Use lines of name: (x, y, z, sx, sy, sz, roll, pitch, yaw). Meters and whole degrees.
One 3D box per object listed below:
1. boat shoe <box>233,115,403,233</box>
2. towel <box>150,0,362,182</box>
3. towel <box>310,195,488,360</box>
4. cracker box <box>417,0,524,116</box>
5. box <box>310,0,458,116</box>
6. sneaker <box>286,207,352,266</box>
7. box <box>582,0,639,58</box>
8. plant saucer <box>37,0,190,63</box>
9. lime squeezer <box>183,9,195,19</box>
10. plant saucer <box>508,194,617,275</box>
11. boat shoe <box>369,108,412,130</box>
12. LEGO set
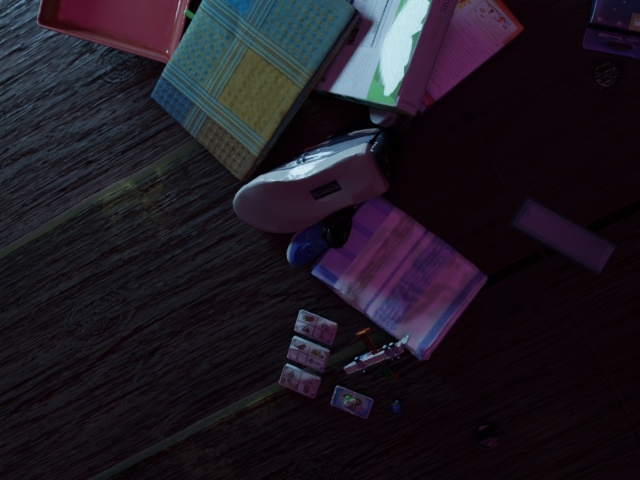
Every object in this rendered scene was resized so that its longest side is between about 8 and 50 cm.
boat shoe: (0.002, -0.123, 1.240, 0.340, 0.158, 0.127, -13, 121, 32)
towel: (-0.127, -0.325, 1.191, 0.271, 0.040, 0.370, 44, 115, 13)
towel: (0.147, 0.066, 1.268, 0.285, 0.034, 0.209, 38, 96, 3)
cracker box: (0.224, -0.359, 1.215, 0.232, 0.067, 0.156, -38, 88, 7)
box: (0.079, -0.347, 1.133, 0.058, 0.322, 0.232, 15, 98, -38)
sneaker: (-0.001, -0.001, 1.248, 0.152, 0.084, 0.058, -45, 117, 6)
box: (0.559, -0.443, 1.188, 0.136, 0.036, 0.225, 12, 96, 6)
plant saucer: (-0.369, -0.488, 1.260, 0.259, 0.048, 0.258, 14, 95, -10)
lime squeezer: (-0.155, -0.299, 1.268, 0.110, 0.059, 0.310, -15, 98, 23)
plant saucer: (0.448, -0.009, 1.238, 0.192, 0.018, 0.067, 30, 97, 3)
boat shoe: (0.126, -0.295, 1.163, 0.070, 0.077, 0.219, 11, 76, -36)
LEGO set: (0.059, 0.238, 1.276, 0.244, 0.060, 0.182, 20, 116, 9)
